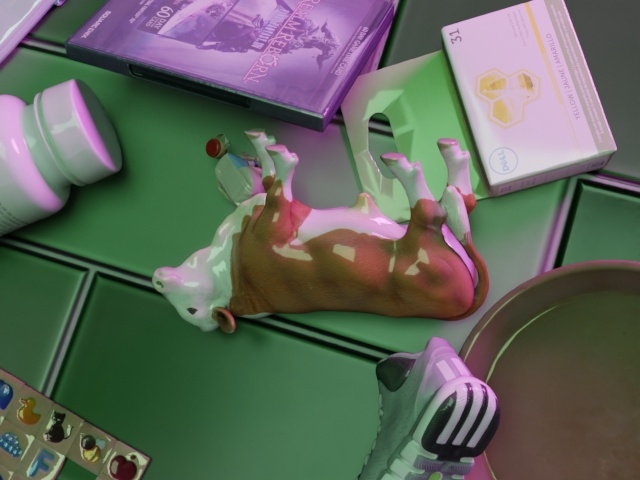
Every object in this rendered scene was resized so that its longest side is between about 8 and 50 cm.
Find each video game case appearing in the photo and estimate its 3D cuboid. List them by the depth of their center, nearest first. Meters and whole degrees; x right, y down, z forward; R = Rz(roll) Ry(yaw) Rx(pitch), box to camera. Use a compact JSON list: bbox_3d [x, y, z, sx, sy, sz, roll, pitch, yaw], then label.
[{"bbox_3d":[-0.087,-0.213,0.840,0.274,0.026,0.196,17,52,14],"label":"video game case"}]

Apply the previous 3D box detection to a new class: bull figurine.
[{"bbox_3d":[0.000,0.000,0.769,0.311,0.101,0.188,2,111,3],"label":"bull figurine"}]

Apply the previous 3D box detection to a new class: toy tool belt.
[{"bbox_3d":[-0.079,-0.068,0.846,0.052,0.051,0.083,-47,62,25],"label":"toy tool belt"}]

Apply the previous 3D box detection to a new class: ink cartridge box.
[{"bbox_3d":[0.142,-0.123,0.810,0.235,0.056,0.171,-15,76,5],"label":"ink cartridge box"}]

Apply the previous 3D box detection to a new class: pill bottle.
[{"bbox_3d":[-0.328,-0.074,0.844,0.229,0.131,0.131,-22,75,5],"label":"pill bottle"}]

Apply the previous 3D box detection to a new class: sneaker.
[{"bbox_3d":[0.072,0.185,0.746,0.086,0.132,0.228,19,114,-24],"label":"sneaker"}]

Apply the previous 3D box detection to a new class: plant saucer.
[{"bbox_3d":[0.242,0.155,0.701,0.278,0.041,0.277,-8,72,27],"label":"plant saucer"}]

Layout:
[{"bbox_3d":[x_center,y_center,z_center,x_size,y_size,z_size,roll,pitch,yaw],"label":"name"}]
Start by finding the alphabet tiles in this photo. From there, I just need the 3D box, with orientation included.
[{"bbox_3d":[-0.314,0.251,0.833,0.237,0.009,0.198,26,84,15],"label":"alphabet tiles"}]

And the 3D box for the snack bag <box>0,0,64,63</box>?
[{"bbox_3d":[-0.480,-0.298,0.972,0.343,0.037,0.323,40,87,16],"label":"snack bag"}]
